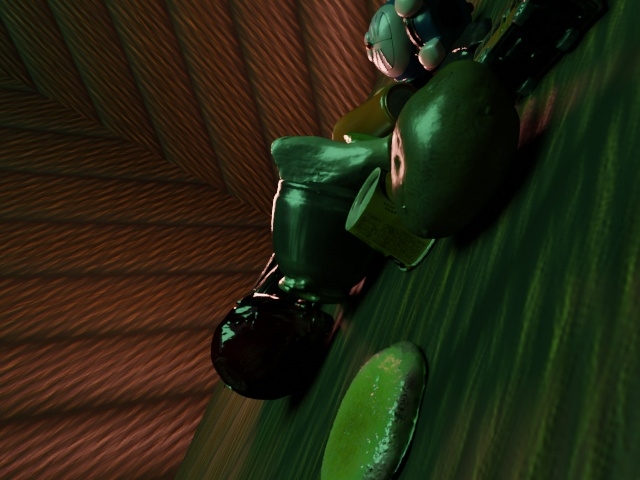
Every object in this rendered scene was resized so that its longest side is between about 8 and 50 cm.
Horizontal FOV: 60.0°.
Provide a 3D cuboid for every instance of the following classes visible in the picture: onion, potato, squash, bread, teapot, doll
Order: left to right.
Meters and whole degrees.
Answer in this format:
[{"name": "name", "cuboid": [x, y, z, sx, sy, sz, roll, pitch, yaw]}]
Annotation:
[{"name": "onion", "cuboid": [-0.113, 0.222, 1.201, 0.281, 0.221, 0.281, -34, -2, -2]}, {"name": "teapot", "cuboid": [-0.001, 0.005, 1.156, 0.321, 0.240, 0.239, -152, 77, -78]}, {"name": "bread", "cuboid": [0.057, 0.223, 0.682, 0.228, 0.034, 0.228, -59, 6, 10]}, {"name": "squash", "cuboid": [0.130, -0.216, 1.330, 0.239, 0.069, 0.069, 31, 93, 50]}, {"name": "doll", "cuboid": [0.255, -0.552, 1.491, 0.240, 0.284, 0.310, -17, 6, -24]}, {"name": "potato", "cuboid": [0.169, -0.112, 0.722, 0.178, 0.160, 0.235, -27, -42, -58]}]

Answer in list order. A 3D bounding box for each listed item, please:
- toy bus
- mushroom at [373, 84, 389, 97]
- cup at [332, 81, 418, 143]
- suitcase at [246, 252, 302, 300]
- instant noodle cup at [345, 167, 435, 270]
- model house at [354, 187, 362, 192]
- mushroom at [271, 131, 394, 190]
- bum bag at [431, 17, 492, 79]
[{"name": "toy bus", "cuboid": [0.291, -0.288, 0.760, 0.182, 0.091, 0.103, -55, 10, 54]}, {"name": "mushroom", "cuboid": [0.212, -0.410, 1.696, 0.148, 0.112, 0.148, -58, 10, 17]}, {"name": "cup", "cuboid": [0.159, -0.275, 1.448, 0.264, 0.183, 0.226, 149, 116, -64]}, {"name": "suitcase", "cuboid": [-0.105, 0.160, 1.565, 0.339, 0.188, 0.345, -60, 3, -39]}, {"name": "instant noodle cup", "cuboid": [0.118, -0.041, 0.898, 0.151, 0.122, 0.151, -63, 6, 12]}, {"name": "model house", "cuboid": [0.006, -0.115, 1.448, 0.229, 0.220, 0.199, 53, 157, 41]}, {"name": "mushroom", "cuboid": [0.048, -0.173, 1.236, 0.329, 0.159, 0.122, -6, 38, 31]}, {"name": "bum bag", "cuboid": [0.255, -0.296, 1.094, 0.137, 0.074, 0.310, -87, 18, -47]}]
